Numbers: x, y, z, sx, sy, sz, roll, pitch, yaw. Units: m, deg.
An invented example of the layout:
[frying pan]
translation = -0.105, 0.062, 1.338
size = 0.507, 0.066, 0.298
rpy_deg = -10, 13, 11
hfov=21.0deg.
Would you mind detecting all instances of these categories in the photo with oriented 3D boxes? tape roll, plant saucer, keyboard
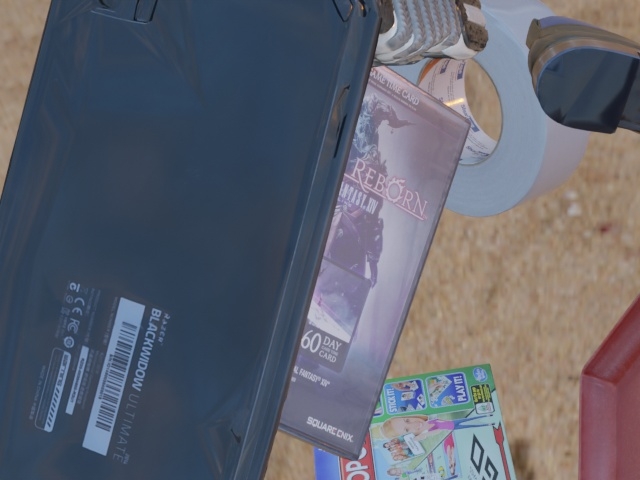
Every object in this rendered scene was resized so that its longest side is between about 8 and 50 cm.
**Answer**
[tape roll]
translation = 0.158, -0.136, 1.683
size = 0.072, 0.219, 0.219
rpy_deg = -21, 57, -39
[plant saucer]
translation = 0.316, 0.180, 1.677
size = 0.048, 0.258, 0.259
rpy_deg = 12, 55, -9
[keyboard]
translation = -0.103, 0.035, 0.631
size = 0.201, 0.033, 0.317
rpy_deg = 19, 98, 20

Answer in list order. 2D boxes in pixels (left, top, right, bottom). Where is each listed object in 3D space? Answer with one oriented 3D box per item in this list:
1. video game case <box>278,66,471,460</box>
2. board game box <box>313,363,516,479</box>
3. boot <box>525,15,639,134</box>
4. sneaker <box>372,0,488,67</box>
[video game case]
translation = 0.000, 0.000, 1.240
size = 0.026, 0.196, 0.274
rpy_deg = 8, 75, 48
[board game box]
translation = 0.102, 0.257, 1.868
size = 0.214, 0.046, 0.317
rpy_deg = -8, 32, 1
[boot]
translation = 0.242, -0.105, 1.195
size = 0.219, 0.082, 0.106
rpy_deg = 17, 24, -15
[sneaker]
translation = -0.017, -0.098, 0.733
size = 0.132, 0.229, 0.086
rpy_deg = -15, 81, 18
